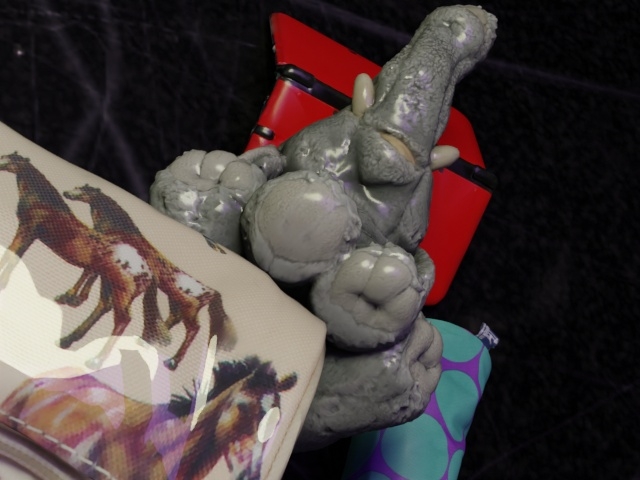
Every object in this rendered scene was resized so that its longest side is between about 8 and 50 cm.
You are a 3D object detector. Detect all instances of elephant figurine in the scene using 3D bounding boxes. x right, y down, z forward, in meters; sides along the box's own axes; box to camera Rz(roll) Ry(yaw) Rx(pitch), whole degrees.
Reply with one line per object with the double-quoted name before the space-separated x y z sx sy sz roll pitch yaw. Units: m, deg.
"elephant figurine" 0.000 0.000 0.915 0.239 0.186 0.169 -67 148 -64

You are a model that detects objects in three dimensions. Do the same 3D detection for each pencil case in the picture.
"pencil case" -0.186 0.014 0.721 0.410 0.160 0.183 31 30 -5
"pencil case" 0.047 0.112 0.934 0.070 0.064 0.152 36 51 -25

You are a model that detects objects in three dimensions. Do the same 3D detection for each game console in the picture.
"game console" 0.019 -0.047 1.035 0.144 0.085 0.124 27 84 -19
